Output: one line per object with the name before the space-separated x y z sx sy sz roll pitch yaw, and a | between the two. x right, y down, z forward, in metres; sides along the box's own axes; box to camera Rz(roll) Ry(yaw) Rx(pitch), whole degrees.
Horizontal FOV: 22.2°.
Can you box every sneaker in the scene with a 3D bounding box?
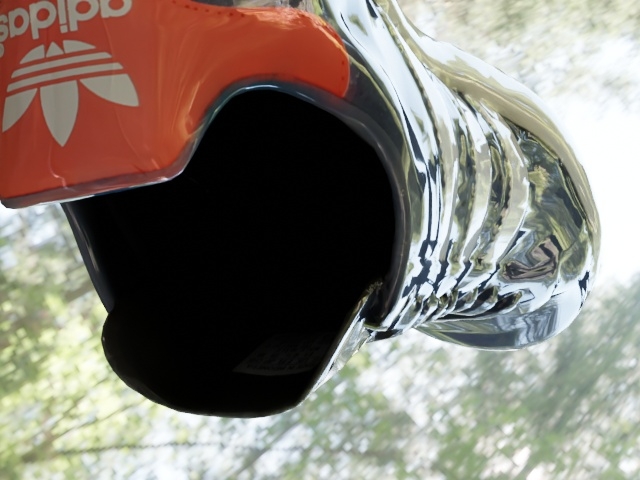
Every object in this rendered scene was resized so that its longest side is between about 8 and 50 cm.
sneaker | 0.000 0.000 0.529 0.131 0.350 0.148 -11 -118 26
